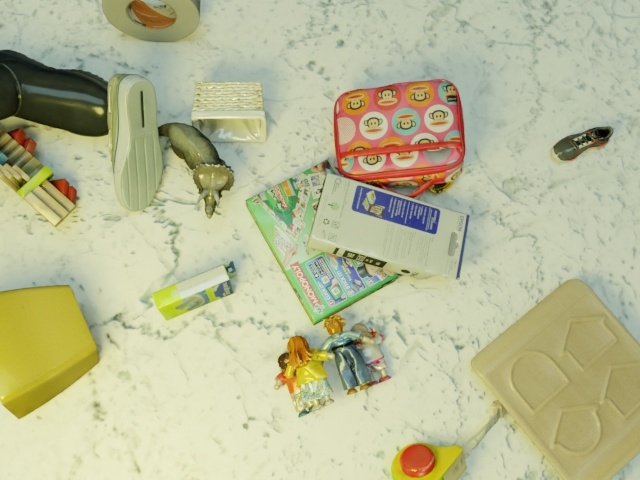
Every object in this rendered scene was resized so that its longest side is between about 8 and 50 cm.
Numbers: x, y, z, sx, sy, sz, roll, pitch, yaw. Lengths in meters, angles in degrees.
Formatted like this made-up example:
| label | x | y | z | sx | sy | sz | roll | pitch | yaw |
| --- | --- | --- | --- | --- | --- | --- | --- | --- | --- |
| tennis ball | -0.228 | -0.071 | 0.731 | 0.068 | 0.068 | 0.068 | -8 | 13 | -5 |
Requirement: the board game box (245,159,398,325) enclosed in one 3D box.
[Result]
| label | x | y | z | sx | sy | sz | roll | pitch | yaw |
| --- | --- | --- | --- | --- | --- | --- | --- | --- | --- |
| board game box | 0.000 | 0.000 | 1.493 | 0.213 | 0.046 | 0.317 | -27 | 77 | -10 |

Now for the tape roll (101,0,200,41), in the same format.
| label | x | y | z | sx | sy | sz | roll | pitch | yaw |
| --- | --- | --- | --- | --- | --- | --- | --- | --- | --- |
| tape roll | -0.388 | -0.551 | 1.545 | 0.219 | 0.219 | 0.072 | 1 | 72 | -3 |

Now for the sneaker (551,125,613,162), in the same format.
| label | x | y | z | sx | sy | sz | roll | pitch | yaw |
| --- | --- | --- | --- | --- | --- | --- | --- | --- | --- |
| sneaker | 0.623 | -0.239 | 1.591 | 0.158 | 0.065 | 0.061 | -24 | 76 | -10 |

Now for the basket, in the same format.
| label | x | y | z | sx | sy | sz | roll | pitch | yaw |
| --- | --- | --- | --- | --- | --- | --- | --- | --- | --- |
| basket | -0.207 | -0.296 | 1.537 | 0.167 | 0.113 | 0.103 | 0 | 69 | -3 |

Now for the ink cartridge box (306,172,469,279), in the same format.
| label | x | y | z | sx | sy | sz | roll | pitch | yaw |
| --- | --- | --- | --- | --- | --- | --- | --- | --- | --- |
| ink cartridge box | 0.149 | -0.021 | 1.457 | 0.333 | 0.065 | 0.165 | 17 | 67 | -3 |

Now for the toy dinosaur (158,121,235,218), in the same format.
| label | x | y | z | sx | sy | sz | roll | pitch | yaw |
| --- | --- | --- | --- | --- | --- | --- | --- | --- | --- |
| toy dinosaur | -0.272 | -0.193 | 1.475 | 0.121 | 0.160 | 0.313 | -29 | 78 | -11 |

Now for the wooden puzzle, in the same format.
| label | x | y | z | sx | sy | sz | roll | pitch | yaw |
| --- | --- | --- | --- | --- | --- | --- | --- | --- | --- |
| wooden puzzle | 0.541 | 0.303 | 1.424 | 0.322 | 0.080 | 0.348 | -36 | 74 | -13 |

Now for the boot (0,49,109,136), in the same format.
| label | x | y | z | sx | sy | sz | roll | pitch | yaw |
| --- | --- | --- | --- | --- | --- | --- | --- | --- | --- |
| boot | -0.666 | -0.256 | 1.343 | 0.367 | 0.445 | 0.146 | 18 | 116 | 11 |

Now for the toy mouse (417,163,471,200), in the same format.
| label | x | y | z | sx | sy | sz | roll | pitch | yaw |
| --- | --- | --- | --- | --- | --- | --- | --- | --- | --- |
| toy mouse | 0.267 | -0.179 | 1.570 | 0.161 | 0.031 | 0.143 | -21 | 76 | -9 |

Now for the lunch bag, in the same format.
| label | x | y | z | sx | sy | sz | roll | pitch | yaw |
| --- | --- | --- | --- | --- | --- | --- | --- | --- | --- |
| lunch bag | 0.178 | -0.219 | 1.514 | 0.293 | 0.120 | 0.258 | -5 | 76 | 10 |

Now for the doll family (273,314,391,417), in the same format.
| label | x | y | z | sx | sy | sz | roll | pitch | yaw |
| --- | --- | --- | --- | --- | --- | --- | --- | --- | --- |
| doll family | 0.024 | 0.245 | 1.383 | 0.263 | 0.118 | 0.163 | -21 | 76 | -9 |

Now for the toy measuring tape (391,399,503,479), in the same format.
| label | x | y | z | sx | sy | sz | roll | pitch | yaw |
| --- | --- | --- | --- | --- | --- | --- | --- | --- | --- |
| toy measuring tape | 0.241 | 0.428 | 1.362 | 0.121 | 0.121 | 0.330 | 46 | 59 | 10 |

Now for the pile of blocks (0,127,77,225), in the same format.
| label | x | y | z | sx | sy | sz | roll | pitch | yaw |
| --- | --- | --- | --- | --- | --- | --- | --- | --- | --- |
| pile of blocks | -0.658 | -0.177 | 1.454 | 0.362 | 0.149 | 0.112 | 39 | 75 | 9 |

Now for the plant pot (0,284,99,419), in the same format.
| label | x | y | z | sx | sy | sz | roll | pitch | yaw |
| --- | --- | --- | --- | --- | --- | --- | --- | --- | --- |
| plant pot | -0.556 | 0.204 | 1.327 | 0.187 | 0.212 | 0.212 | -22 | 75 | -22 |

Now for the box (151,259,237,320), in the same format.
| label | x | y | z | sx | sy | sz | roll | pitch | yaw |
| --- | --- | --- | --- | --- | --- | --- | --- | --- | --- |
| box | -0.256 | 0.107 | 1.413 | 0.178 | 0.109 | 0.042 | -22 | 72 | -9 |

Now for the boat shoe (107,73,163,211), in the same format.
| label | x | y | z | sx | sy | sz | roll | pitch | yaw |
| --- | --- | --- | --- | --- | --- | --- | --- | --- | --- |
| boat shoe | -0.409 | -0.214 | 1.459 | 0.109 | 0.302 | 0.094 | -13 | 30 | -42 |
